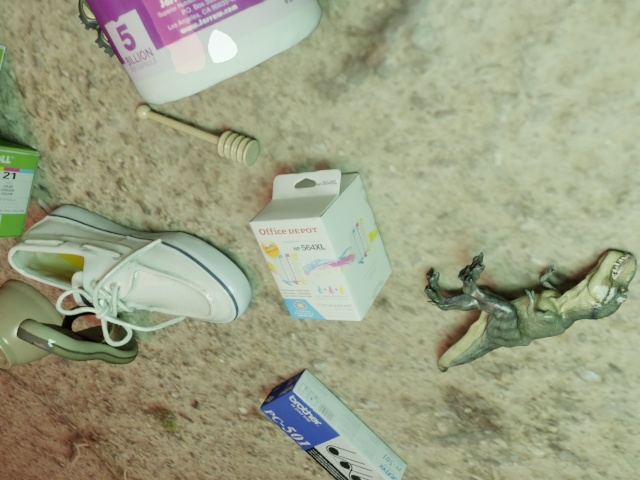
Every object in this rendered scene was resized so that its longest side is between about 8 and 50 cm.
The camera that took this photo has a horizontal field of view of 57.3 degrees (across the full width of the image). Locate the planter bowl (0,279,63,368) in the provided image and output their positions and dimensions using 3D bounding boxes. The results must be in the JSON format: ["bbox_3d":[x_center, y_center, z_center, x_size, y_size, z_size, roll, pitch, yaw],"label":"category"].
[{"bbox_3d":[-0.575,0.169,1.093,0.162,0.109,0.162,18,131,21],"label":"planter bowl"}]

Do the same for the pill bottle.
[{"bbox_3d":[-0.129,-0.269,0.426,0.169,0.169,0.302,-8,119,36],"label":"pill bottle"}]

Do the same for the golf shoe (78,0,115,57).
[{"bbox_3d":[-0.224,-0.277,0.558,0.094,0.077,0.198,-32,110,32],"label":"golf shoe"}]

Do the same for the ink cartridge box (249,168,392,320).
[{"bbox_3d":[0.000,0.000,0.610,0.092,0.090,0.143,-3,122,34],"label":"ink cartridge box"}]

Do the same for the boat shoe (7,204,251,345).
[{"bbox_3d":[-0.279,0.057,0.783,0.367,0.156,0.136,18,132,20],"label":"boat shoe"}]

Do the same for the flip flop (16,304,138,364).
[{"bbox_3d":[-0.346,0.131,0.876,0.112,0.080,0.277,15,169,9],"label":"flip flop"}]

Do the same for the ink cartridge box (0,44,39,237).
[{"bbox_3d":[-0.493,-0.150,0.816,0.188,0.097,0.255,19,98,19],"label":"ink cartridge box"}]

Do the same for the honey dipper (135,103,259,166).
[{"bbox_3d":[-0.142,-0.120,0.651,0.160,0.030,0.030,21,133,20],"label":"honey dipper"}]

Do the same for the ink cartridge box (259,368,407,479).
[{"bbox_3d":[0.017,0.286,0.853,0.207,0.046,0.097,44,134,-5],"label":"ink cartridge box"}]

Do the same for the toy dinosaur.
[{"bbox_3d":[0.168,0.070,0.582,0.118,0.064,0.268,39,139,-9],"label":"toy dinosaur"}]
